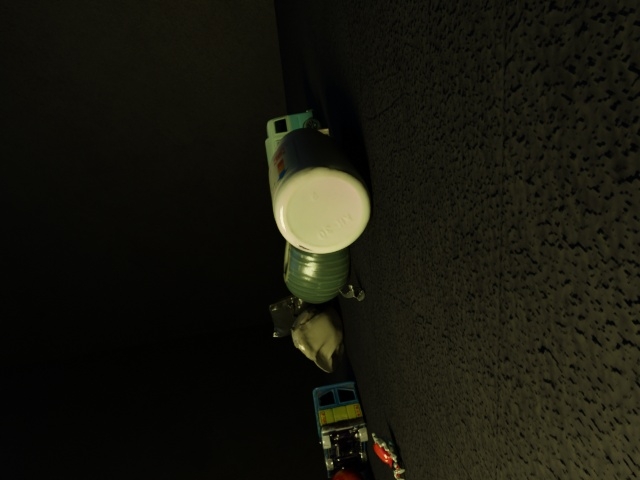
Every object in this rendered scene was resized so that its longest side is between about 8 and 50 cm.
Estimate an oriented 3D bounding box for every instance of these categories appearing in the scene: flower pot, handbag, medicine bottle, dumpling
[{"bbox_3d":[-0.012,0.047,1.229,0.189,0.156,0.243,-103,19,-60],"label":"flower pot"},{"bbox_3d":[-0.064,0.250,1.761,0.211,0.254,0.089,89,156,-47],"label":"handbag"},{"bbox_3d":[-0.014,-0.112,0.918,0.293,0.169,0.170,-108,11,-60],"label":"medicine bottle"},{"bbox_3d":[0.014,0.302,1.593,0.164,0.204,0.293,-61,-12,18],"label":"dumpling"}]

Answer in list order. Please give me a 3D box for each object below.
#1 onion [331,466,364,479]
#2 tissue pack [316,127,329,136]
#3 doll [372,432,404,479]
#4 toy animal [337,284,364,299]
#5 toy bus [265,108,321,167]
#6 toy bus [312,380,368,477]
[{"bbox_3d":[0.083,0.787,1.389,0.230,0.163,0.230,50,154,37],"label":"onion"},{"bbox_3d":[-0.024,-0.249,1.239,0.074,0.094,0.059,116,146,-80],"label":"tissue pack"},{"bbox_3d":[0.132,0.413,0.940,0.057,0.039,0.114,47,-179,-32],"label":"doll"},{"bbox_3d":[0.078,0.117,1.076,0.084,0.050,0.028,2,75,53],"label":"toy animal"},{"bbox_3d":[-0.067,-0.222,1.384,0.133,0.164,0.272,98,163,-73],"label":"toy bus"},{"bbox_3d":[0.063,0.589,1.489,0.175,0.137,0.288,-106,9,-51],"label":"toy bus"}]
